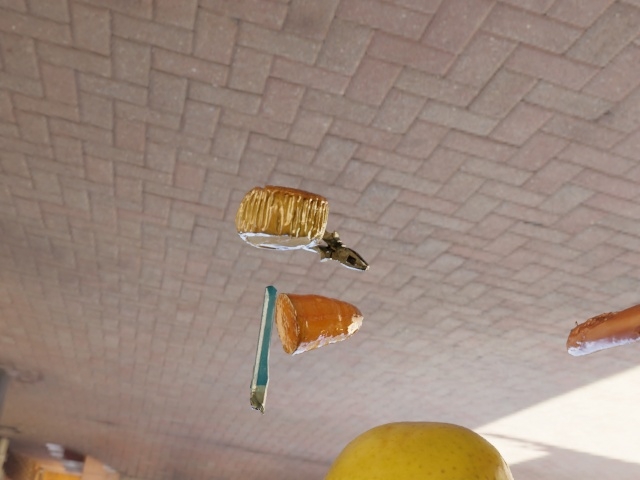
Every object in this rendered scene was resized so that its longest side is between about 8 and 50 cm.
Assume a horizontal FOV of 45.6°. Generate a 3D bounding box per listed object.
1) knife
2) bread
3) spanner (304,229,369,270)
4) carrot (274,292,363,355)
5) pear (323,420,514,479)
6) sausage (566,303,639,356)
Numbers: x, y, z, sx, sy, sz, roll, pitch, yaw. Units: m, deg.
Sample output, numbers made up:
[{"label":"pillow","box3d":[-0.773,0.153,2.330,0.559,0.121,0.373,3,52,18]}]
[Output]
[{"label":"knife","box3d":[-0.129,0.249,1.756,0.044,0.296,0.026,15,162,-27]},{"label":"bread","box3d":[-0.097,-0.056,1.911,0.227,0.142,0.253,8,170,0]},{"label":"spanner","box3d":[0.000,0.000,2.101,0.325,0.095,0.040,31,-167,25]},{"label":"carrot","box3d":[0.009,0.206,1.932,0.225,0.159,0.159,-1,159,-25]},{"label":"pear","box3d":[0.159,0.505,1.353,0.418,0.362,0.362,-36,150,-4]},{"label":"sausage","box3d":[0.626,0.167,1.508,0.087,0.079,0.327,8,157,-37]}]
